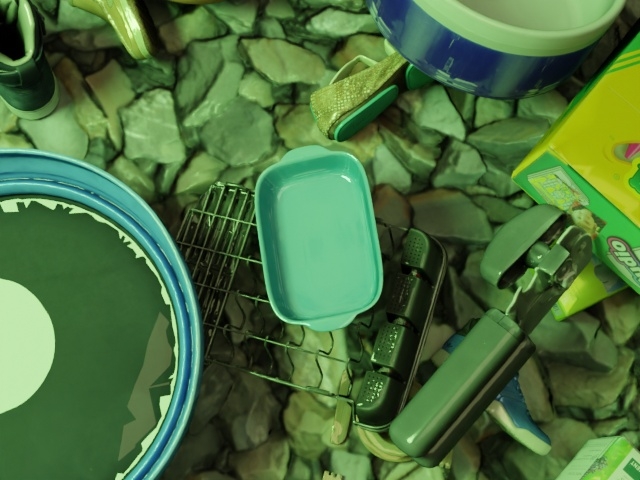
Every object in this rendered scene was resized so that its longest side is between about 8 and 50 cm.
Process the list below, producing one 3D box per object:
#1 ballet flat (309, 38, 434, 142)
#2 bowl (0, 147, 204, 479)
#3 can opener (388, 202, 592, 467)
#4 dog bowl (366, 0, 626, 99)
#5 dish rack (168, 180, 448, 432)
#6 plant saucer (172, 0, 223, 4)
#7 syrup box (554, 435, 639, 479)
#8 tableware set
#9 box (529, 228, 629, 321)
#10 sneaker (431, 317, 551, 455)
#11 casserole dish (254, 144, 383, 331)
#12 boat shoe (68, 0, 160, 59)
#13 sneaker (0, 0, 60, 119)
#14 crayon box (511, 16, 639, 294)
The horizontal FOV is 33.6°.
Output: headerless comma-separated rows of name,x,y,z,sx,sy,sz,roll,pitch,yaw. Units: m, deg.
ballet flat,0.075,-0.186,1.147,0.206,0.073,0.067,-33,69,-15
bowl,-0.300,0.107,1.010,0.391,0.077,0.391,-1,79,3
can opener,0.161,0.088,1.048,0.283,0.076,0.095,-49,53,-3
dog bowl,0.182,-0.281,1.114,0.264,0.104,0.265,8,58,-12
dish rack,-0.026,0.056,1.070,0.271,0.074,0.208,14,75,15
plant saucer,-0.159,-0.327,1.132,0.199,0.037,0.200,14,55,-22
syrup box,0.242,0.311,1.043,0.093,0.096,0.237,43,76,3
tableware set,0.070,0.233,1.069,0.128,0.039,0.194,12,77,-3
box,0.310,0.000,1.144,0.178,0.042,0.109,-26,82,-10
sneaker,0.197,0.144,1.092,0.152,0.058,0.084,43,86,10
casserole dish,0.000,0.000,1.024,0.114,0.037,0.188,-12,71,7
boat shoe,-0.235,-0.266,1.136,0.072,0.068,0.190,-26,72,2
sneaker,-0.350,-0.240,1.063,0.086,0.163,0.226,-40,83,-11
crayon box,0.432,-0.063,1.105,0.363,0.106,0.313,42,66,0
